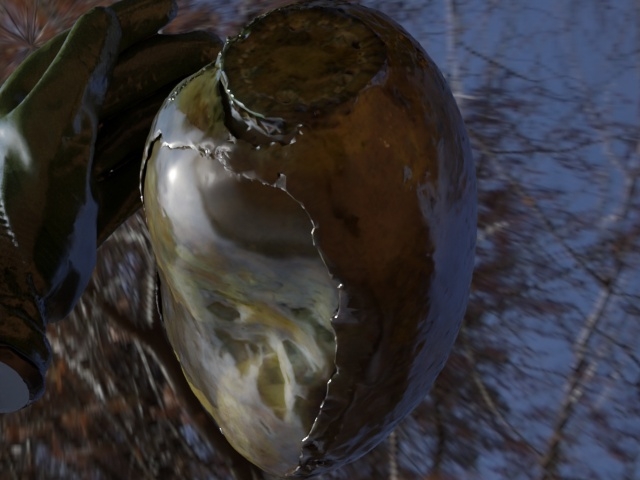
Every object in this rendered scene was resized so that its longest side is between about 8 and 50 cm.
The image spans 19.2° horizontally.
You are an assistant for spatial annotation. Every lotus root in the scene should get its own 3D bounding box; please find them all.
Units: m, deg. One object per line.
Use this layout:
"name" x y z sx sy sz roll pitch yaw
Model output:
"lotus root" 0.000 0.000 0.908 0.152 0.275 0.160 -33 -118 -21

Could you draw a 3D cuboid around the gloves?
"gloves" -0.141 -0.031 1.027 0.107 0.135 0.268 20 -121 16
